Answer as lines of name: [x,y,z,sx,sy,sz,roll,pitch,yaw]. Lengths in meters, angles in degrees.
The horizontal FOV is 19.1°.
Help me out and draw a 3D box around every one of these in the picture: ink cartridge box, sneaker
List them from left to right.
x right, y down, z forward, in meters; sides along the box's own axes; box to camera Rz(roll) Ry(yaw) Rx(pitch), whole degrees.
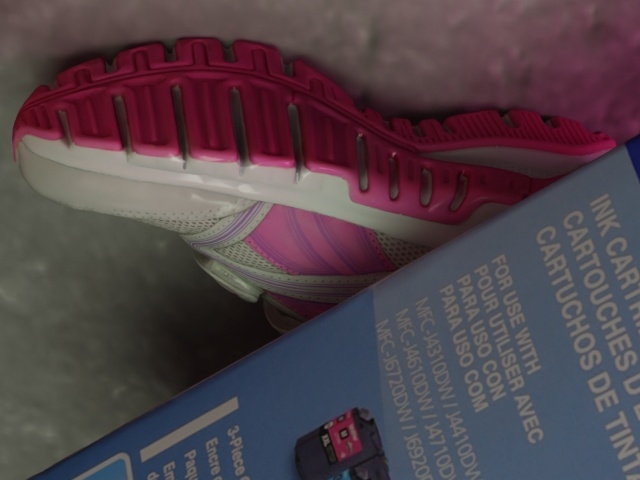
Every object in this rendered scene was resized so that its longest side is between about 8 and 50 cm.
sneaker: [0.000,0.000,0.749,0.252,0.103,0.111,14,120,-4]
ink cartridge box: [0.117,0.104,0.717,0.395,0.151,0.270,-31,146,19]
